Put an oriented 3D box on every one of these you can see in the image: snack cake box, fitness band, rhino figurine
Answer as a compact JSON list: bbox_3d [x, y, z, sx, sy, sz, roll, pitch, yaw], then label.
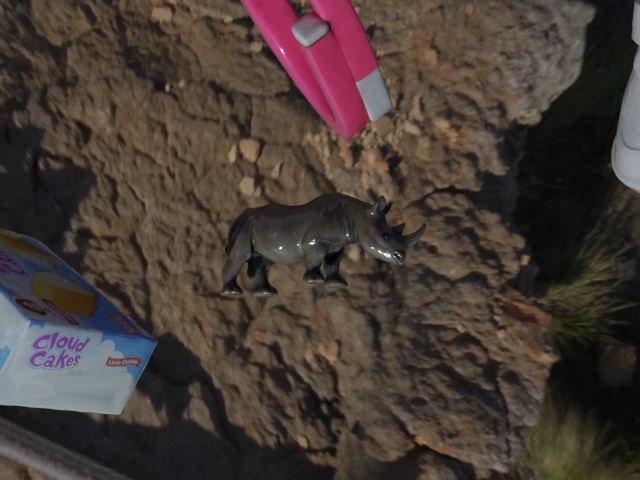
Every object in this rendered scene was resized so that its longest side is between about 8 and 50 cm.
[{"bbox_3d":[-0.309,0.069,0.858,0.152,0.264,0.089,23,96,-51],"label":"snack cake box"},{"bbox_3d":[-0.027,-0.207,0.769,0.054,0.291,0.209,-38,62,-2],"label":"fitness band"},{"bbox_3d":[0.000,0.000,0.957,0.243,0.073,0.106,-9,77,18],"label":"rhino figurine"}]

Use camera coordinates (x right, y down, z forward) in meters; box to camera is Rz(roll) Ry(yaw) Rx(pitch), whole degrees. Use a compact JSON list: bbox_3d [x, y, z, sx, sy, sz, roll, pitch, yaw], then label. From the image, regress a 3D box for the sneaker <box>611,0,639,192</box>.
[{"bbox_3d":[0.281,-0.220,0.663,0.210,0.137,0.366,12,110,-25],"label":"sneaker"}]
